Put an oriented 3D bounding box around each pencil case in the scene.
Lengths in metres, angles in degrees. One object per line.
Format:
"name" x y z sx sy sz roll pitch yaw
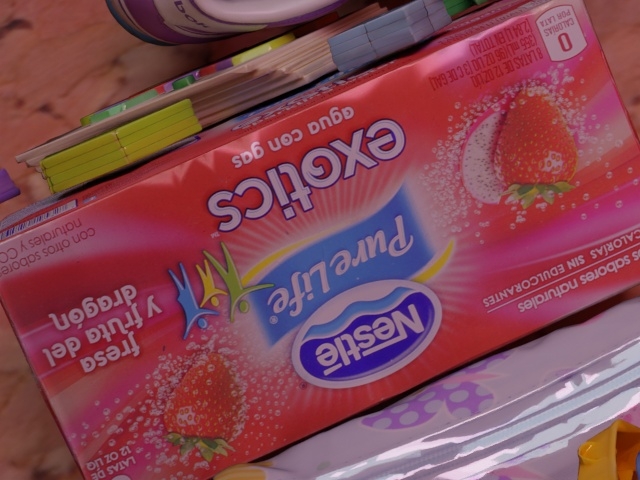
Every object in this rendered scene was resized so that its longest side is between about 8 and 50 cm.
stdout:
"pencil case" 0.088 0.101 0.849 0.273 0.124 0.113 -23 43 -5

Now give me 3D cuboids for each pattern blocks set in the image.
"pattern blocks set" -0.058 -0.080 1.015 0.325 0.026 0.285 -20 8 21

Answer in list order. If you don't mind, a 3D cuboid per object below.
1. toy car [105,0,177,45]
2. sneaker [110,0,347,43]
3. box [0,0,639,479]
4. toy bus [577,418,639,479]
"toy car" 0.020 -0.212 1.190 0.238 0.210 0.219 23 37 3
"sneaker" 0.036 -0.178 1.018 0.282 0.102 0.161 -32 16 -19
"box" 0.000 0.000 0.935 0.300 0.142 0.154 -24 9 -5
"toy bus" 0.168 0.120 0.740 0.211 0.220 0.149 -16 39 14
